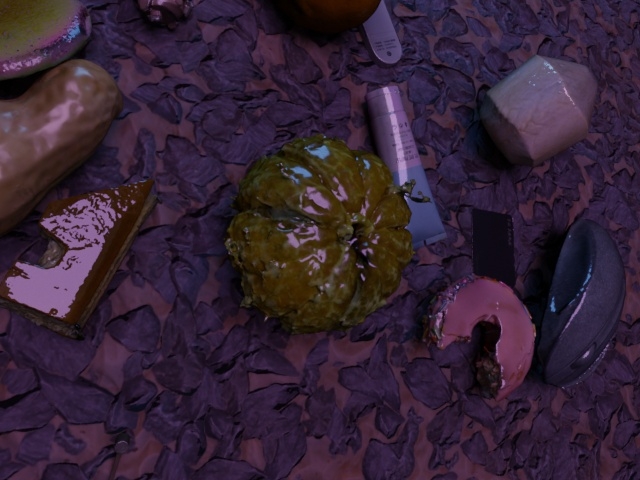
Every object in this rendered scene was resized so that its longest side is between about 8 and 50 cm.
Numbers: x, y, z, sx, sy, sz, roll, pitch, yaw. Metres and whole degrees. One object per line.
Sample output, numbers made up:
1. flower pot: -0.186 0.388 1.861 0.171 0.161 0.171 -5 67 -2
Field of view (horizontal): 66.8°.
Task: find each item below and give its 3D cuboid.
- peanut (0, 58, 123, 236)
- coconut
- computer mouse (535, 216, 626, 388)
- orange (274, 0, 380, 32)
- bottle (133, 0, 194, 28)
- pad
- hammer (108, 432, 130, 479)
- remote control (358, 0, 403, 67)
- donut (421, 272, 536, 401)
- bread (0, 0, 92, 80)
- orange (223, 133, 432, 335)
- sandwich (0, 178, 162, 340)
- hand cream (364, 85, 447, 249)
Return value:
1. peanut: -0.406 -0.131 0.653 0.148 0.147 0.318 41 70 -10
2. coconut: 0.449 -0.268 0.986 0.222 0.202 0.202 -36 96 20
3. computer mouse: 0.536 0.121 0.973 0.203 0.114 0.373 45 61 -40
4. orange: 0.000 -0.487 0.853 0.183 0.249 0.249 -44 98 -8
5. bottle: -0.264 -0.425 0.802 0.099 0.099 0.152 -5 88 -23
6. pad: 0.363 0.014 1.016 0.112 0.003 0.157 8 76 -21
7. hammer: -0.287 0.327 0.671 0.019 0.035 0.110 16 83 -18
8. remote control: 0.101 -0.472 0.997 0.077 0.022 0.244 -20 88 -22
9. donut: 0.300 0.168 0.913 0.233 0.085 0.199 43 68 -9
10. bread: -0.439 -0.298 0.675 0.229 0.033 0.228 2 54 -3
11. orange: 0.000 0.000 0.753 0.300 0.223 0.300 18 79 -23
12. sandwich: -0.328 0.007 0.670 0.128 0.122 0.235 30 67 -18
13. hand cream: 0.162 -0.137 0.942 0.111 0.070 0.312 -17 94 -26
